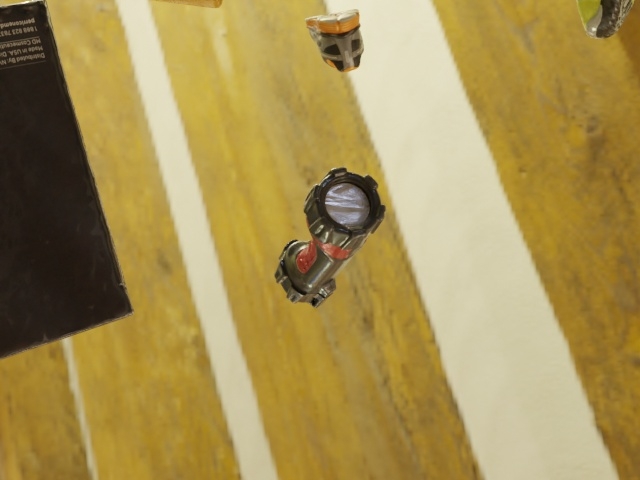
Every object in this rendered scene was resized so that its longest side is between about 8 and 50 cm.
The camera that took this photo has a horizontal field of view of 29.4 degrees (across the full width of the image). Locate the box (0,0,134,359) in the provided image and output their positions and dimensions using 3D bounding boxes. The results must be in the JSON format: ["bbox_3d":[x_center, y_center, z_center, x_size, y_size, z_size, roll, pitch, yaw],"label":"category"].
[{"bbox_3d":[-0.354,-0.035,1.125,0.296,0.183,0.294,-11,-83,49],"label":"box"}]

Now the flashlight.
[{"bbox_3d":[0.000,0.000,1.675,0.304,0.103,0.103,130,-28,-66],"label":"flashlight"}]

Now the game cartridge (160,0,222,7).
[{"bbox_3d":[-0.237,-0.486,1.661,0.052,0.285,0.323,63,37,-72],"label":"game cartridge"}]

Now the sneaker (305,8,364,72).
[{"bbox_3d":[0.025,-0.299,1.822,0.215,0.084,0.083,-88,165,-77],"label":"sneaker"}]

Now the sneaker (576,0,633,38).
[{"bbox_3d":[0.354,-0.462,1.646,0.147,0.145,0.384,4,-63,27],"label":"sneaker"}]
